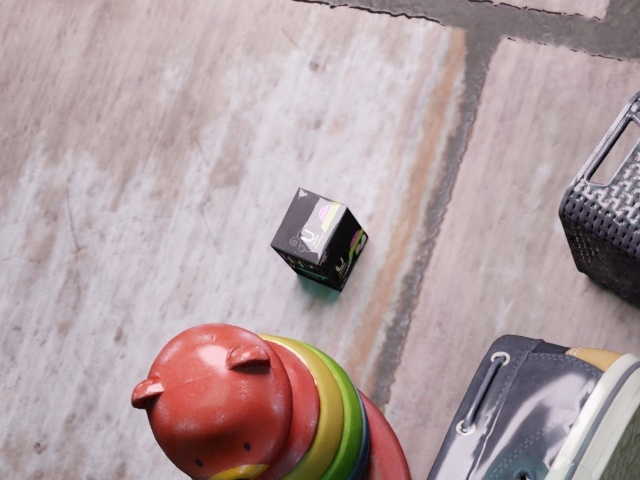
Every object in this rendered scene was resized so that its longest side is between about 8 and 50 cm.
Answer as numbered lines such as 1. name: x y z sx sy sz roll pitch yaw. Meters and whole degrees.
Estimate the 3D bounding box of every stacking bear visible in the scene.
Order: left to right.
1. stacking bear: -0.048 0.149 1.123 0.175 0.289 0.164 -14 67 12

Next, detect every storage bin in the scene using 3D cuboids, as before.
1. storage bin: 0.269 -0.026 1.152 0.084 0.180 0.122 32 82 25

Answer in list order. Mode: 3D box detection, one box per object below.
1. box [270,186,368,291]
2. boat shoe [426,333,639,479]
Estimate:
1. box: 0.000 0.000 1.277 0.052 0.083 0.062 22 78 23
2. boat shoe: 0.092 0.287 1.097 0.156 0.187 0.500 25 74 28
